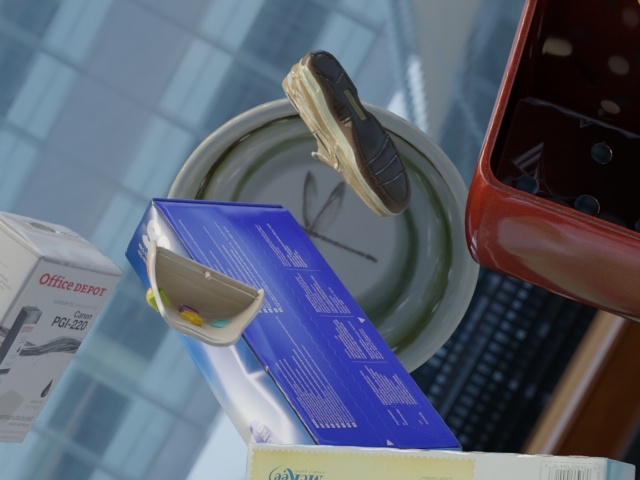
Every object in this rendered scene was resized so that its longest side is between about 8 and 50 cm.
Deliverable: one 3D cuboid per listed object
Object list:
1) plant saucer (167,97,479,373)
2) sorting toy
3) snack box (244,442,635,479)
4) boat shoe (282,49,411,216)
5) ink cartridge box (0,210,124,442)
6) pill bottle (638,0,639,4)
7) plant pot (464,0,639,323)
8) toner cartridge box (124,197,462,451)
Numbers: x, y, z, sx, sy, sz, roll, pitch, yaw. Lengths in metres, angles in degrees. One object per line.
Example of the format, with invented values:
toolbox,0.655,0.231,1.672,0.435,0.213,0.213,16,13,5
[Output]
plant saucer,0.000,0.000,2.447,0.100,0.400,0.400,-85,21,-70
sorting toy,-0.081,0.045,1.253,0.045,0.083,0.075,-62,13,15
snack box,0.080,0.258,1.512,0.060,0.322,0.187,22,-109,-57
boat shoe,0.024,-0.099,1.980,0.072,0.190,0.068,-38,-16,37
ink cartridge box,-0.316,0.089,1.941,0.218,0.092,0.158,-60,-25,7
pill bottle,0.261,-0.141,1.131,0.136,0.136,0.245,-57,-48,-29
plant pot,0.253,-0.071,1.597,0.236,0.267,0.267,119,171,-65
toner cartridge box,-0.031,0.099,1.786,0.165,0.348,0.075,2,-51,-38
